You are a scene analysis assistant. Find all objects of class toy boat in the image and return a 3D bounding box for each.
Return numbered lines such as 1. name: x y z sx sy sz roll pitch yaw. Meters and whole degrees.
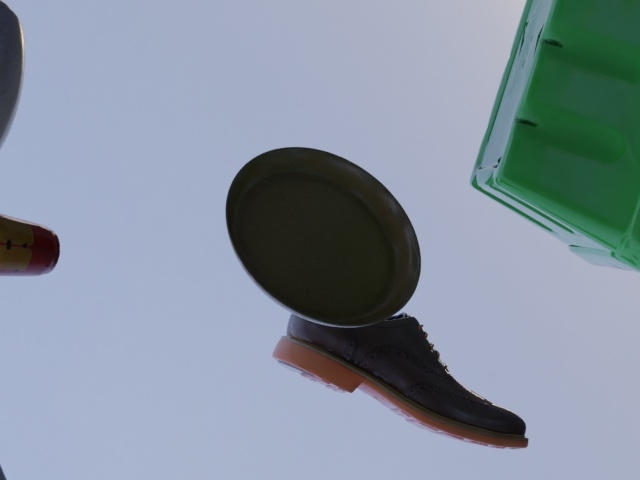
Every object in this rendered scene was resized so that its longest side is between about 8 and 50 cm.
1. toy boat: -0.354 -0.087 1.249 0.148 0.267 0.318 9 -143 -45

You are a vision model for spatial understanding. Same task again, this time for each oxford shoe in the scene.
1. oxford shoe: 0.125 0.170 1.790 0.363 0.133 0.130 25 170 -12

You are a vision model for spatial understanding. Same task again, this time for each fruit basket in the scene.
1. fruit basket: 0.374 -0.138 1.360 0.392 0.392 0.283 49 178 -4

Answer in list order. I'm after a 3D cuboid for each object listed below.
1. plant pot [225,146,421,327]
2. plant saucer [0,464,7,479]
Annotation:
1. plant pot: 0.000 0.000 1.513 0.236 0.032 0.236 15 -130 -19
2. plant saucer: -0.275 0.286 1.075 0.400 0.100 0.400 159 90 -78
